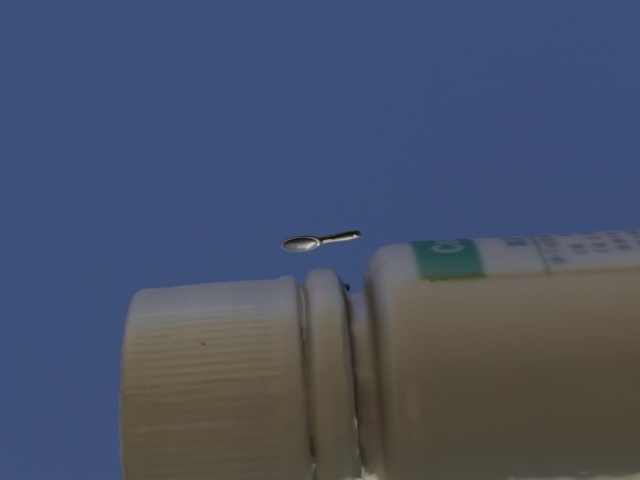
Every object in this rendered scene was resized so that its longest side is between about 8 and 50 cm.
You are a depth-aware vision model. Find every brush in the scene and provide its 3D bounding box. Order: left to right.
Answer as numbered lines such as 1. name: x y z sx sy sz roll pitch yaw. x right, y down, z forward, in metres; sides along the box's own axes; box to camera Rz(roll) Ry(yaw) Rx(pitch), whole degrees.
1. brush: 0.000 0.000 1.185 0.083 0.024 0.008 -9 -131 13

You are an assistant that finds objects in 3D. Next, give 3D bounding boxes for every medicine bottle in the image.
1. medicine bottle: 0.052 0.068 0.439 0.237 0.139 0.139 -5 -103 0
